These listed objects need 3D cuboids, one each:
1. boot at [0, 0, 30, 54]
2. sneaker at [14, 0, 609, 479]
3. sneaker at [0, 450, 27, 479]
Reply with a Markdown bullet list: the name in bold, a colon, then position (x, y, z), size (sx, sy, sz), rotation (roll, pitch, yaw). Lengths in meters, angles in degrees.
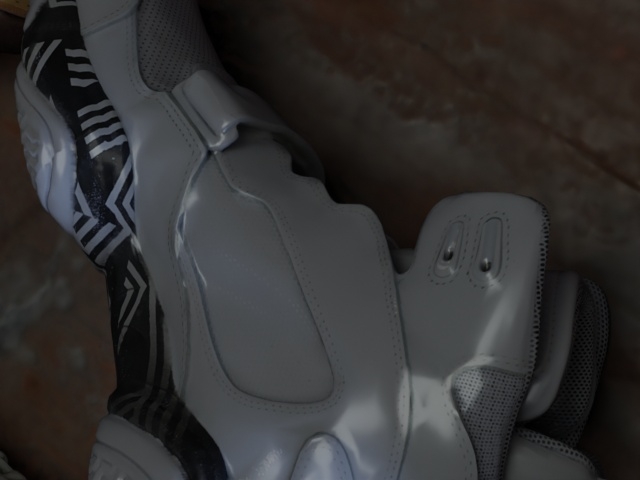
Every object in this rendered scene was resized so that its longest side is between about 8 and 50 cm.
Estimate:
- **boot**: position (-0.241, -0.059, 0.903), size (0.248, 0.090, 0.207), rotation (12, 101, 29)
- **sneaker**: position (0.000, 0.000, 0.721), size (0.210, 0.137, 0.366), rotation (-19, 65, 14)
- **sneaker**: position (-0.185, 0.144, 0.810), size (0.305, 0.114, 0.152), rotation (0, 85, 29)
